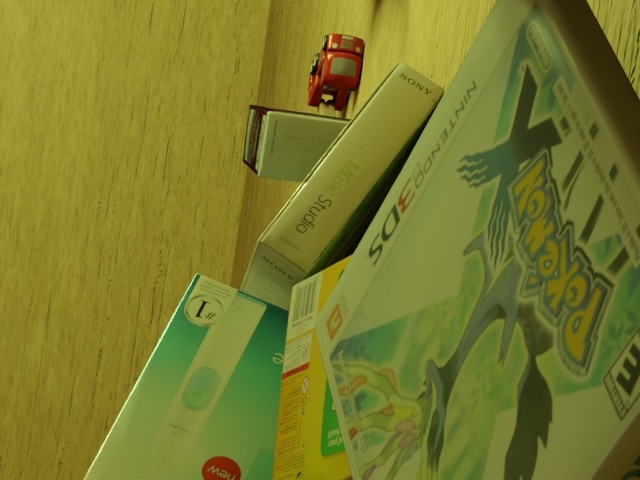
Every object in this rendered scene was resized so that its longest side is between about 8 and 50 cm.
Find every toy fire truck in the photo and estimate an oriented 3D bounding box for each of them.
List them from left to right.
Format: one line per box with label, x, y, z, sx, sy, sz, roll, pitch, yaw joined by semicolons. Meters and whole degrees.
toy fire truck;0.009;-0.158;2.245;0.192;0.047;0.135;126;151;-72

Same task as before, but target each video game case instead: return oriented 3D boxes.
video game case;0.095;0.049;1.015;0.300;0.036;0.329;-61;27;31

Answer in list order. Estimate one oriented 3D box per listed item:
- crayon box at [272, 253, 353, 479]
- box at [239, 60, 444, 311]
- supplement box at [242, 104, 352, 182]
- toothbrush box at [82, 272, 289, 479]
crayon box;0.061;0.086;1.229;0.278;0.081;0.165;151;129;-62
box;0.000;0.000;1.732;0.232;0.058;0.322;-53;-5;-27
supplement box;-0.010;-0.102;2.016;0.239;0.130;0.073;-133;51;-81
toothbrush box;-0.069;0.202;1.513;0.126;0.216;0.295;106;-172;-50
